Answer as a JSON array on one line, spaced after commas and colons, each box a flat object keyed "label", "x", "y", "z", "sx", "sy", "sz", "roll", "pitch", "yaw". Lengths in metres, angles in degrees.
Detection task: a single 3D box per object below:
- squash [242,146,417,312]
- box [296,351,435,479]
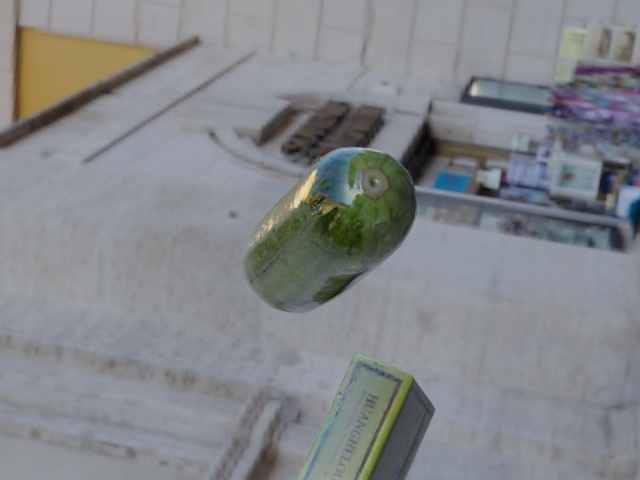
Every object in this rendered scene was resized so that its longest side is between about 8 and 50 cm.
[{"label": "squash", "x": 0.000, "y": 0.000, "z": 0.697, "sx": 0.239, "sy": 0.069, "sz": 0.069, "roll": 140, "pitch": 144, "yaw": -70}, {"label": "box", "x": 0.046, "y": 0.195, "z": 1.109, "sx": 0.141, "sy": 0.064, "sz": 0.220, "roll": -66, "pitch": -18, "yaw": -9}]
